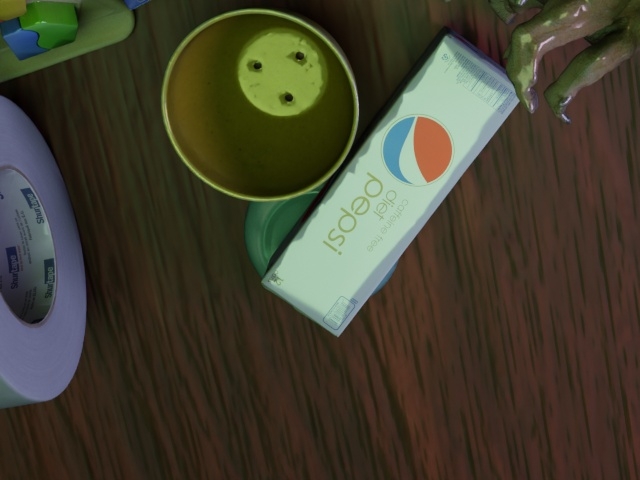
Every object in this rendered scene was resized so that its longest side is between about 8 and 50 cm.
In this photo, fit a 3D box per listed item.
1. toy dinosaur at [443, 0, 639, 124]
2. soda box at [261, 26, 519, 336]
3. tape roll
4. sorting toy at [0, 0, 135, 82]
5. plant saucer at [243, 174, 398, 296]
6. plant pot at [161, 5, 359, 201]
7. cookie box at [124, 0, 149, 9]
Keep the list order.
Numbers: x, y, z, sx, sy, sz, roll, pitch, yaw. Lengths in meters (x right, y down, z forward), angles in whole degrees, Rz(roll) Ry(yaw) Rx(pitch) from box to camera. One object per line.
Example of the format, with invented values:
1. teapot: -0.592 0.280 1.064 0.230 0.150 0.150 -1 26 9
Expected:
1. toy dinosaur: 0.183 -0.184 0.989 0.200 0.296 0.127 -41 70 19
2. soda box: 0.049 -0.041 1.123 0.069 0.074 0.216 36 102 -5
3. tape roll: -0.241 0.010 1.129 0.072 0.219 0.219 -11 108 14
4. sorting toy: -0.249 -0.145 1.092 0.193 0.208 0.038 -17 74 15
5. plant saucer: 0.000 0.000 1.193 0.119 0.021 0.119 3 112 8
6. plant pot: -0.035 -0.106 1.118 0.134 0.095 0.134 3 112 7
7. cookie box: -0.116 -0.229 1.113 0.092 0.040 0.107 -24 105 17
